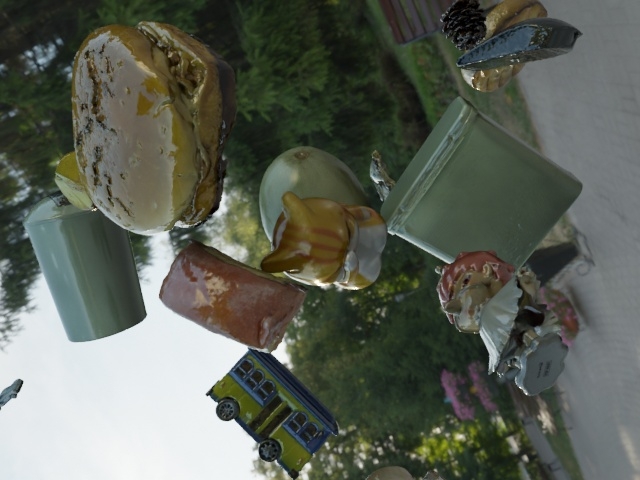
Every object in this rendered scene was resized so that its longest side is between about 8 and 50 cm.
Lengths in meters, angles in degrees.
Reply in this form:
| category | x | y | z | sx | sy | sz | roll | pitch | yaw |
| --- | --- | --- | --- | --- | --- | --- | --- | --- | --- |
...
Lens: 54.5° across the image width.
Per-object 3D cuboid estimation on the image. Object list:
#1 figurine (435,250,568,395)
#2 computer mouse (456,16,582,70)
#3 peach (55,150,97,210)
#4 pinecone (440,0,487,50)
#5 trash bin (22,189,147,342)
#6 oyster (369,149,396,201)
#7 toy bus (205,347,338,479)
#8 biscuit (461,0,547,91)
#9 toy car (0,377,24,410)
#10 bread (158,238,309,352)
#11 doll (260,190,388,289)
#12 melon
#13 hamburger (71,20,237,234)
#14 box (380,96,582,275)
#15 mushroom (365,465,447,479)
| category | x | y | z | sx | sy | sz | roll | pitch | yaw |
| --- | --- | --- | --- | --- | --- | --- | --- | --- | --- |
| figurine | 0.294 | 0.112 | 1.120 | 0.387 | 0.166 | 0.207 | -123 | 30 | -58 |
| computer mouse | 0.473 | -0.477 | 1.503 | 0.168 | 0.295 | 0.087 | -12 | -83 | -51 |
| peach | -0.530 | -0.151 | 1.427 | 0.151 | 0.151 | 0.118 | 62 | -150 | -27 |
| pinecone | 0.239 | -0.357 | 1.029 | 0.077 | 0.077 | 0.083 | 54 | -154 | -59 |
| trash bin | -0.687 | 0.055 | 1.835 | 0.280 | 0.280 | 0.432 | -82 | -20 | -78 |
| oyster | 0.171 | -0.172 | 1.709 | 0.166 | 0.053 | 0.108 | 64 | -178 | 7 |
| toy bus | -0.110 | 0.393 | 1.448 | 0.287 | 0.175 | 0.138 | 44 | 177 | 2 |
| biscuit | 0.524 | -0.571 | 1.795 | 0.102 | 0.296 | 0.296 | 48 | 178 | 27 |
| toy car | -0.671 | 0.331 | 1.327 | 0.025 | 0.093 | 0.041 | 46 | -164 | -26 |
| bread | -0.135 | 0.090 | 0.988 | 0.244 | 0.123 | 0.190 | 18 | 172 | 40 |
| doll | 0.020 | 0.003 | 1.127 | 0.269 | 0.162 | 0.167 | 11 | -92 | -67 |
| melon | -0.016 | -0.071 | 1.449 | 0.308 | 0.271 | 0.272 | 47 | -165 | -27 |
| hamburger | -0.254 | -0.167 | 0.932 | 0.284 | 0.174 | 0.305 | 27 | 123 | 39 |
| box | 0.381 | -0.104 | 1.511 | 0.343 | 0.352 | 0.177 | 31 | -159 | -6 |
| mushroom | 0.184 | 0.580 | 1.308 | 0.173 | 0.236 | 0.162 | 55 | 166 | -7 |
